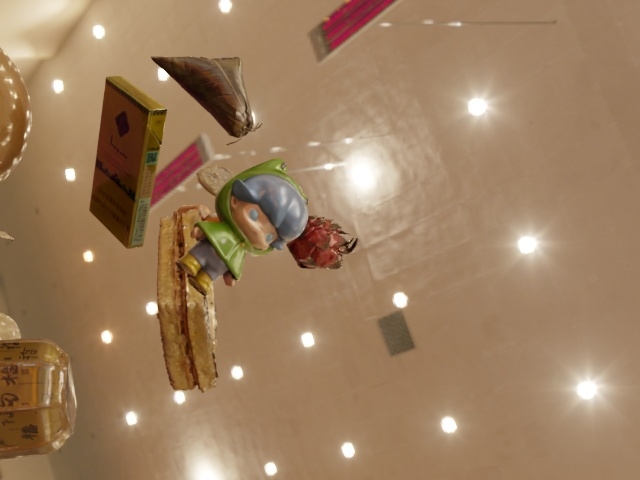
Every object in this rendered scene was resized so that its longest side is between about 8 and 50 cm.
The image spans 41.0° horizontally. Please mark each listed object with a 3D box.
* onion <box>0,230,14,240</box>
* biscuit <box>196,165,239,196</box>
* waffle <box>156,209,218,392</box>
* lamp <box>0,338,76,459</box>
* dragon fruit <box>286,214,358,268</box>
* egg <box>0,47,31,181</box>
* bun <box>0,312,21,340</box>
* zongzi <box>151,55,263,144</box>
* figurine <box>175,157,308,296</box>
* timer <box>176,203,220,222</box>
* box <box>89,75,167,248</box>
[{"bbox_3d":[-0.818,0.053,1.681,0.256,0.230,0.272,29,-85,12],"label":"onion"},{"bbox_3d":[-0.173,-0.105,1.695,0.152,0.152,0.020,42,-61,35],"label":"biscuit"},{"bbox_3d":[-0.297,0.125,1.920,0.376,0.114,0.261,-103,-170,-56],"label":"waffle"},{"bbox_3d":[-0.421,0.209,1.123,0.161,0.185,0.161,176,-90,-78],"label":"lamp"},{"bbox_3d":[-0.004,0.005,1.795,0.142,0.130,0.121,28,-69,-8],"label":"dragon fruit"},{"bbox_3d":[-0.642,-0.221,1.402,0.374,0.301,0.301,36,-55,42],"label":"egg"},{"bbox_3d":[-0.745,0.252,1.897,0.178,0.128,0.193,29,-93,49],"label":"bun"},{"bbox_3d":[-0.221,-0.275,1.631,0.084,0.184,0.187,-55,-137,44],"label":"zongzi"},{"bbox_3d":[-0.133,-0.024,1.476,0.162,0.263,0.143,55,-21,-25],"label":"figurine"},{"bbox_3d":[-0.266,-0.039,2.134,0.152,0.132,0.132,-13,-91,20],"label":"timer"},{"bbox_3d":[-0.354,-0.139,1.550,0.153,0.041,0.279,38,-56,37],"label":"box"}]
